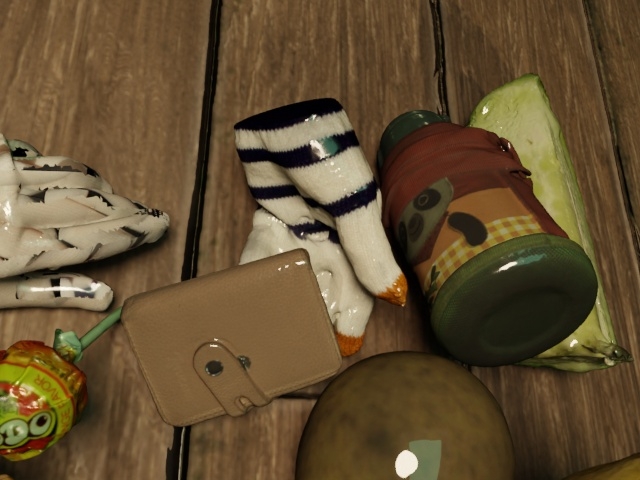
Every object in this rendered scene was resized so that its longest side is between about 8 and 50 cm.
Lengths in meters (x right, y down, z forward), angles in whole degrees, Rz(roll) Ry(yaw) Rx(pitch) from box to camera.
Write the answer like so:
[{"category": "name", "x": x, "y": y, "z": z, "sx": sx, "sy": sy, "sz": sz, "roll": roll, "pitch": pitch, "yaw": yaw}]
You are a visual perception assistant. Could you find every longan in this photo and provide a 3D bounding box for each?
[{"category": "longan", "x": 0.059, "y": 0.176, "z": 0.427, "sx": 0.167, "sy": 0.167, "sz": 0.187, "roll": 27, "pitch": 64, "yaw": -12}]

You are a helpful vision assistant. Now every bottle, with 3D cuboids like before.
[{"category": "bottle", "x": 0.123, "y": -0.021, "z": 0.521, "sx": 0.156, "sy": 0.143, "sz": 0.271, "roll": -25, "pitch": 42, "yaw": 7}]

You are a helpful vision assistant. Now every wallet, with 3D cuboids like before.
[{"category": "wallet", "x": -0.066, "y": 0.078, "z": 0.434, "sx": 0.153, "sy": 0.039, "sz": 0.118, "roll": -19, "pitch": 105, "yaw": -2}]

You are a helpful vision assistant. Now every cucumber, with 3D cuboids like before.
[{"category": "cucumber", "x": 0.224, "y": -0.020, "z": 0.609, "sx": 0.105, "sy": 0.145, "sz": 0.325, "roll": 33, "pitch": 49, "yaw": -52}]

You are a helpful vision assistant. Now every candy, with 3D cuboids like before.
[{"category": "candy", "x": -0.160, "y": 0.073, "z": 0.368, "sx": 0.060, "sy": 0.201, "sz": 0.060, "roll": 0, "pitch": 99, "yaw": -3}]

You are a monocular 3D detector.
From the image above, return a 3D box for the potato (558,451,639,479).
[{"category": "potato", "x": 0.206, "y": 0.246, "z": 0.353, "sx": 0.229, "sy": 0.266, "sz": 0.229, "roll": 13, "pitch": 36, "yaw": -10}]

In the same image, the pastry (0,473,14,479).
[{"category": "pastry", "x": -0.289, "y": 0.169, "z": 0.165, "sx": 0.409, "sy": 0.409, "sz": 0.245, "roll": 25, "pitch": 105, "yaw": -13}]

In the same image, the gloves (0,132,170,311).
[{"category": "gloves", "x": -0.221, "y": -0.014, "z": 0.413, "sx": 0.212, "sy": 0.111, "sz": 0.127, "roll": -6, "pitch": 68, "yaw": -17}]

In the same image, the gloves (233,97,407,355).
[{"category": "gloves", "x": -0.002, "y": -0.005, "z": 0.497, "sx": 0.140, "sy": 0.131, "sz": 0.218, "roll": -12, "pitch": 112, "yaw": 11}]
